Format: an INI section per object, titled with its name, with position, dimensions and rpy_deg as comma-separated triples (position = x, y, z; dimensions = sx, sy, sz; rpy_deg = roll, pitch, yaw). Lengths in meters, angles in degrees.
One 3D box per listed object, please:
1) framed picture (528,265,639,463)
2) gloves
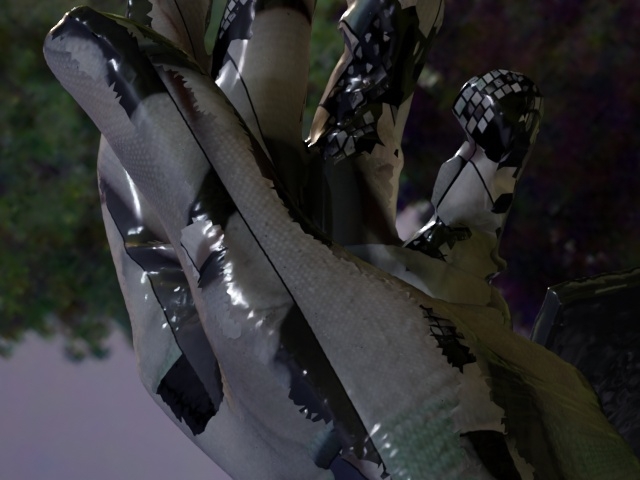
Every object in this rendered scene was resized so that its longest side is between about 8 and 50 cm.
[framed picture]
position = 0.154, 0.135, 0.768
dimensions = 0.244, 0.324, 0.013
rpy_deg = -9, -141, -34
[gloves]
position = -0.001, 0.006, 0.415
dimensions = 0.127, 0.111, 0.212
rpy_deg = -11, -130, -32
